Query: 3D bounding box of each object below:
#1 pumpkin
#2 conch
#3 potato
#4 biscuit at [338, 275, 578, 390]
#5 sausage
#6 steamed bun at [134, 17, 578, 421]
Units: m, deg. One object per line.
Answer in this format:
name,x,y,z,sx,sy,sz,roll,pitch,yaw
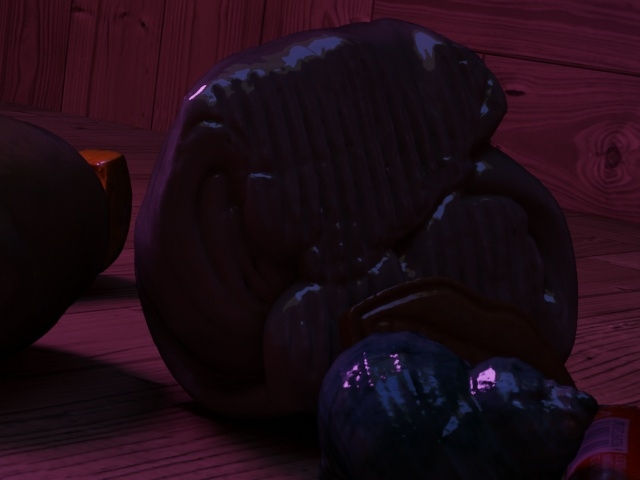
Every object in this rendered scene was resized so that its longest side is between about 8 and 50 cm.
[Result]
pumpkin,-0.298,-0.005,2.000,0.131,0.126,0.248,7,23,42
conch,0.086,0.131,1.284,0.202,0.134,0.196,11,10,30
potato,-0.313,-0.004,1.575,0.243,0.221,0.326,19,15,15
biscuit,0.107,0.104,1.465,0.220,0.142,0.029,26,-21,-24
sausage,0.204,0.173,1.316,0.074,0.074,0.274,8,8,8
steamed bun,0.000,0.000,1.590,0.367,0.343,0.255,-6,-11,-33
